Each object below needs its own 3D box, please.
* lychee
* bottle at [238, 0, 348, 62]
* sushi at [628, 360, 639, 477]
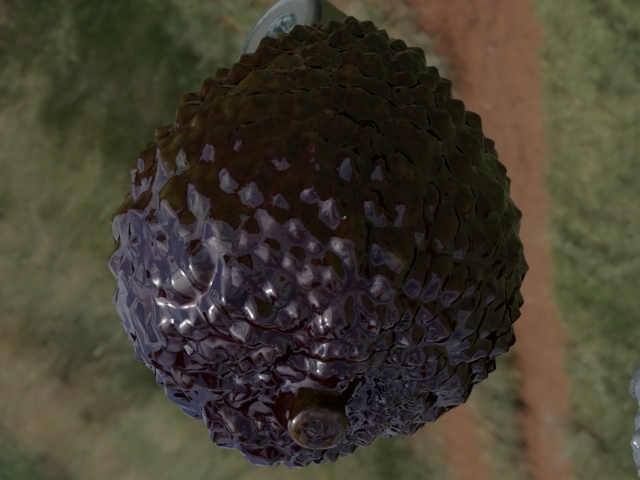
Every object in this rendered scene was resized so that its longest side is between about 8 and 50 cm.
[{"bbox_3d":[0.000,0.000,0.927,0.236,0.271,0.236,5,134,6],"label":"lychee"},{"bbox_3d":[0.040,-0.127,1.552,0.233,0.110,0.110,33,170,-32],"label":"bottle"},{"bbox_3d":[0.326,0.233,1.191,0.234,0.207,0.348,-97,3,-63],"label":"sushi"}]
